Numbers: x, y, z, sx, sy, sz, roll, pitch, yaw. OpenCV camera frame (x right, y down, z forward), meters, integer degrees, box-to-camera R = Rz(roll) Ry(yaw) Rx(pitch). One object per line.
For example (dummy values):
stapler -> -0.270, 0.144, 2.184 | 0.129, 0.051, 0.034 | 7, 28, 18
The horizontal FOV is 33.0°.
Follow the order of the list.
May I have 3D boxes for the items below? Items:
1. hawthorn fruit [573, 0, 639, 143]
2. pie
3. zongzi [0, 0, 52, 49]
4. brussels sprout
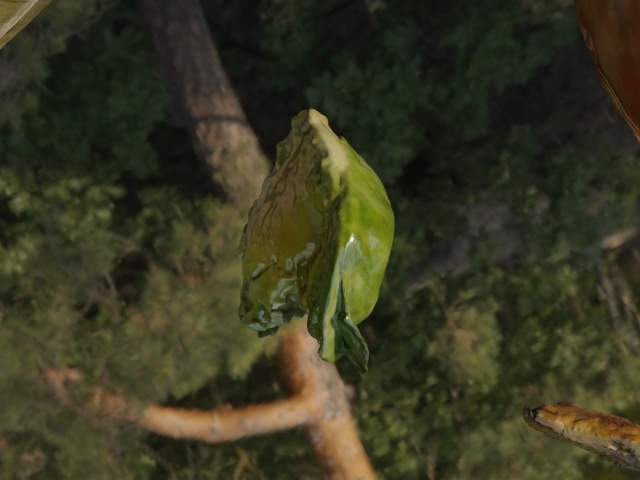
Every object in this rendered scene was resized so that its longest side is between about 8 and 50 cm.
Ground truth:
hawthorn fruit -> 0.221, -0.120, 0.284 | 0.299, 0.275, 0.275 | -22, 169, 0
pie -> 0.218, 0.139, 0.716 | 0.169, 0.034, 0.092 | 15, 166, 20
zongzi -> -0.351, -0.318, 1.313 | 0.500, 0.218, 0.467 | -54, 157, 23
brussels sprout -> 0.003, 0.000, 0.778 | 0.100, 0.181, 0.139 | 19, 154, -20
